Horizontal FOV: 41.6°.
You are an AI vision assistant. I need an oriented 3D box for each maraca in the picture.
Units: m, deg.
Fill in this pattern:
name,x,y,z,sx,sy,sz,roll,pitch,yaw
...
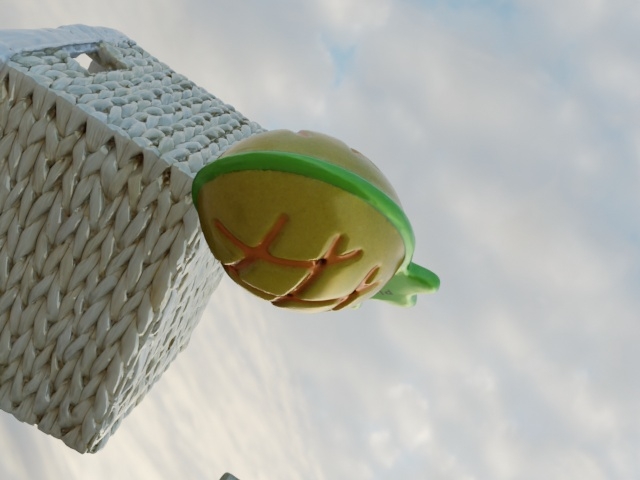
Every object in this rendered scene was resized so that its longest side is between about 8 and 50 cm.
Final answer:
name,x,y,z,sx,sy,sz,roll,pitch,yaw
maraca,0.000,0.000,0.511,0.127,0.099,0.185,-1,-29,31

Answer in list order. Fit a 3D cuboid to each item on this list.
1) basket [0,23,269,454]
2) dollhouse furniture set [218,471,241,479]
name,x,y,z,sx,sy,sz,roll,pitch,yaw
basket,-0.233,-0.021,0.881,0.266,0.328,0.331,28,-73,1
dollhouse furniture set,-0.113,0.365,0.793,0.135,0.259,0.262,34,-35,7
